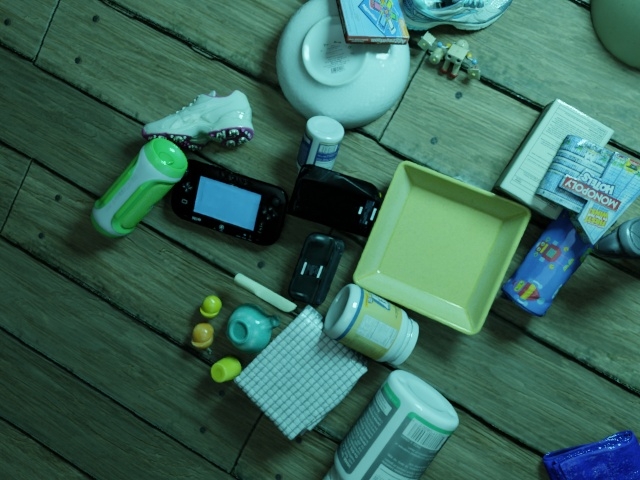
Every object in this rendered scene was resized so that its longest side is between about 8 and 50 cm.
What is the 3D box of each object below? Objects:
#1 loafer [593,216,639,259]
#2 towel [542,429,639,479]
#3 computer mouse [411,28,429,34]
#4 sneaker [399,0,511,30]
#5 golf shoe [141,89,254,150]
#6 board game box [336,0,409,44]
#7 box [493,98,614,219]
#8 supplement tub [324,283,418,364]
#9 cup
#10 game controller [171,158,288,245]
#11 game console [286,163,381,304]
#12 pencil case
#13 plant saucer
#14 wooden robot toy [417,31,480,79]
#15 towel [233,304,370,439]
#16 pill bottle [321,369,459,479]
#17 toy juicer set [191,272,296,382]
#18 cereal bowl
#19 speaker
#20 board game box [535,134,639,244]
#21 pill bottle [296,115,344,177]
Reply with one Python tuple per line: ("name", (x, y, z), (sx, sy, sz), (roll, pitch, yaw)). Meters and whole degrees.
("loafer", (0.721, -0.007, 1.245), (0.095, 0.302, 0.109), (-27, 71, 54))
("towel", (0.707, 0.640, 1.361), (0.227, 0.076, 0.309), (-23, 90, 12))
("computer mouse", (0.260, -0.627, 1.367), (0.071, 0.041, 0.242), (9, 95, 11))
("sneaker", (0.325, -0.554, 1.298), (0.282, 0.122, 0.110), (-12, 89, -7))
("golf shoe", (-0.321, -0.317, 1.479), (0.305, 0.115, 0.140), (-3, 79, 9))
("board game box", (0.107, -0.566, 1.305), (0.144, 0.027, 0.282), (-3, 62, -11))
("box", (0.533, -0.185, 1.304), (0.148, 0.127, 0.233), (32, 100, 5))
("supplement tub", (0.125, 0.210, 1.384), (0.199, 0.144, 0.144), (28, 99, -13))
("cup", (0.777, -0.546, 1.176), (0.330, 0.237, 0.332), (1, 95, 10))
("game controller", (-0.243, -0.101, 1.490), (0.318, 0.067, 0.167), (18, 97, 10))
("game console", (0.000, 0.000, 1.414), (0.213, 0.044, 0.362), (17, 111, -8))
("pencil case", (0.555, 0.039, 1.322), (0.119, 0.133, 0.306), (41, 101, 38))
("plant saucer", (0.292, 0.016, 1.382), (0.332, 0.081, 0.333), (23, 97, 12))
("wooden robot toy", (0.325, -0.457, 1.368), (0.173, 0.076, 0.079), (30, 64, 7))
("towel", (-0.046, 0.343, 1.463), (0.235, 0.121, 0.284), (44, 99, 3))
("pill bottle", (0.161, 0.522, 1.390), (0.204, 0.204, 0.361), (35, 100, 6))
("toy juicer set", (-0.216, 0.208, 1.504), (0.209, 0.089, 0.329), (47, 110, 17))
("cereal bowl", (0.047, -0.447, 1.371), (0.338, 0.141, 0.340), (1, 94, 10))
("speaker", (-0.479, -0.132, 1.472), (0.296, 0.131, 0.131), (-40, 86, 26))
("board game box", (0.580, -0.100, 1.210), (0.194, 0.060, 0.194), (26, 97, 3))
("pill bottle", (-0.007, -0.214, 1.391), (0.094, 0.094, 0.169), (28, 135, 8))
